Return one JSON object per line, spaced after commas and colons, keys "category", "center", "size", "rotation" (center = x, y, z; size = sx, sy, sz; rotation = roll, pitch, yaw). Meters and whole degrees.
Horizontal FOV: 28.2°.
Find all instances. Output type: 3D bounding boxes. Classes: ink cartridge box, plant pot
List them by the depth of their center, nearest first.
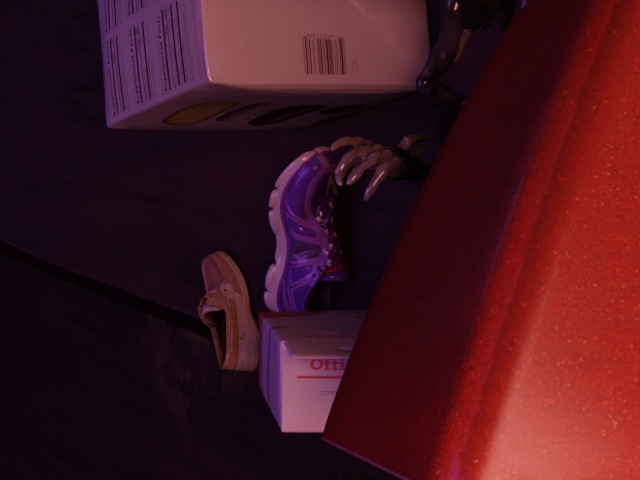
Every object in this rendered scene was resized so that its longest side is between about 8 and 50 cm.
{"category": "plant pot", "center": [0.172, 0.011, 0.562], "size": [0.267, 0.267, 0.235], "rotation": [153, 130, -81]}
{"category": "ink cartridge box", "center": [0.020, 0.096, 0.934], "size": [0.198, 0.115, 0.067], "rotation": [-149, 59, -81]}

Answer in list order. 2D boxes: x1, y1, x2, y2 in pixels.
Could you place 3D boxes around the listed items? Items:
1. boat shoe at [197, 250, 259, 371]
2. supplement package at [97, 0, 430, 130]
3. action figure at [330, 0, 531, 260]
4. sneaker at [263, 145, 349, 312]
{"category": "boat shoe", "center": [-0.096, 0.068, 1.258], "size": [0.050, 0.045, 0.135], "rotation": [-59, 45, 44]}
{"category": "supplement package", "center": [-0.051, -0.175, 1.012], "size": [0.203, 0.194, 0.149], "rotation": [-9, 84, 60]}
{"category": "action figure", "center": [0.090, -0.045, 0.844], "size": [0.164, 0.141, 0.275], "rotation": [12, 102, 47]}
{"category": "sneaker", "center": [0.000, 0.000, 1.092], "size": [0.071, 0.068, 0.169], "rotation": [30, 128, 38]}
